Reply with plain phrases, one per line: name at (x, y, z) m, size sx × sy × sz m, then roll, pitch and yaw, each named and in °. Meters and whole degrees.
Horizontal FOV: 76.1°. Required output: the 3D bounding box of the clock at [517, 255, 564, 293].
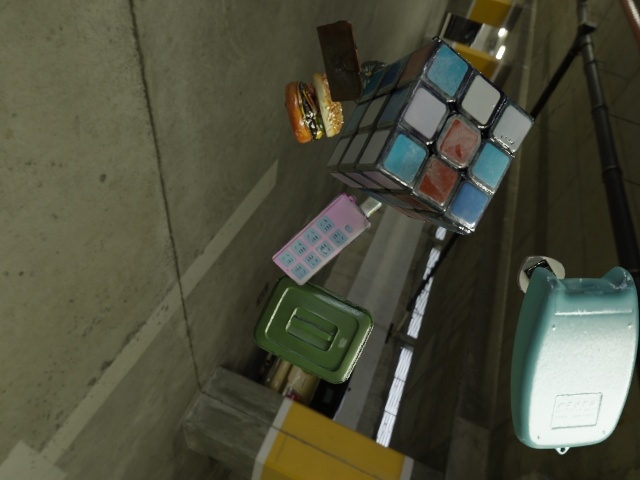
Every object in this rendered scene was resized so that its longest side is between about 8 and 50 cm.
clock at (0.963, 0.145, 1.798) m, size 0.198 × 0.172 × 0.064 m, roll -32°, pitch -177°, yaw 7°

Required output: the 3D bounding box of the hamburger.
hamburger at (-0.023, -0.560, 1.746) m, size 0.291 × 0.225 × 0.291 m, roll -12°, pitch 90°, yaw -84°

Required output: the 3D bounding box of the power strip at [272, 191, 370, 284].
power strip at (0.000, 0.000, 1.029) m, size 0.279 × 0.109 × 0.037 m, roll -41°, pitch -171°, yaw 22°

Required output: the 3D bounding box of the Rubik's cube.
Rubik's cube at (0.272, -0.261, 1.122) m, size 0.363 × 0.358 × 0.362 m, roll -60°, pitch -157°, yaw 1°

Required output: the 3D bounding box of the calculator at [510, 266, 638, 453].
calculator at (0.498, 0.245, 0.801) m, size 0.054 × 0.256 × 0.386 m, roll -132°, pitch -137°, yaw -76°

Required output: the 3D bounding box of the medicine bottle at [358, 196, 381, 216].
medicine bottle at (0.183, -0.124, 1.623) m, size 0.118 × 0.055 × 0.074 m, roll -41°, pitch 173°, yaw 4°

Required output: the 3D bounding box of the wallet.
wallet at (0.072, -0.609, 1.400) m, size 0.031 × 0.137 × 0.255 m, roll -50°, pitch 134°, yaw -45°

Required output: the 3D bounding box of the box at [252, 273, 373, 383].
box at (-0.020, 0.271, 1.309) m, size 0.253 × 0.328 × 0.178 m, roll -63°, pitch 175°, yaw -1°

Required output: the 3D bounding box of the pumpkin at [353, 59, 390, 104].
pumpkin at (0.229, -0.682, 1.793) m, size 0.221 × 0.220 × 0.162 m, roll -66°, pitch 153°, yaw -11°
